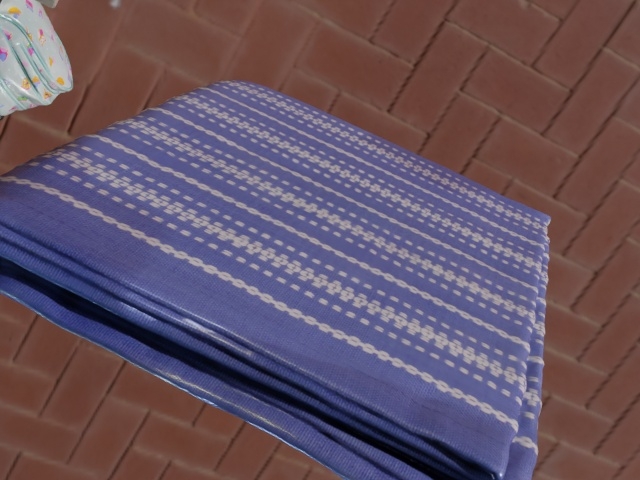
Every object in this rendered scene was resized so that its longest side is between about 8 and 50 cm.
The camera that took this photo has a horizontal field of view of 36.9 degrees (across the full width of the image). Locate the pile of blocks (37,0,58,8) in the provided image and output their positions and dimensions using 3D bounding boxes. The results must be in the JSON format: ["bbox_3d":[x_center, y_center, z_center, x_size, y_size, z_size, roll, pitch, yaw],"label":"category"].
[{"bbox_3d":[-0.135,-0.110,0.260,0.149,0.112,0.362,22,68,-19],"label":"pile of blocks"}]

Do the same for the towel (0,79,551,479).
[{"bbox_3d":[0.000,0.000,0.487,0.243,0.336,0.040,26,113,6],"label":"towel"}]

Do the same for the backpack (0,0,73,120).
[{"bbox_3d":[-0.354,-0.221,1.056,0.115,0.152,0.182,-13,138,7],"label":"backpack"}]
